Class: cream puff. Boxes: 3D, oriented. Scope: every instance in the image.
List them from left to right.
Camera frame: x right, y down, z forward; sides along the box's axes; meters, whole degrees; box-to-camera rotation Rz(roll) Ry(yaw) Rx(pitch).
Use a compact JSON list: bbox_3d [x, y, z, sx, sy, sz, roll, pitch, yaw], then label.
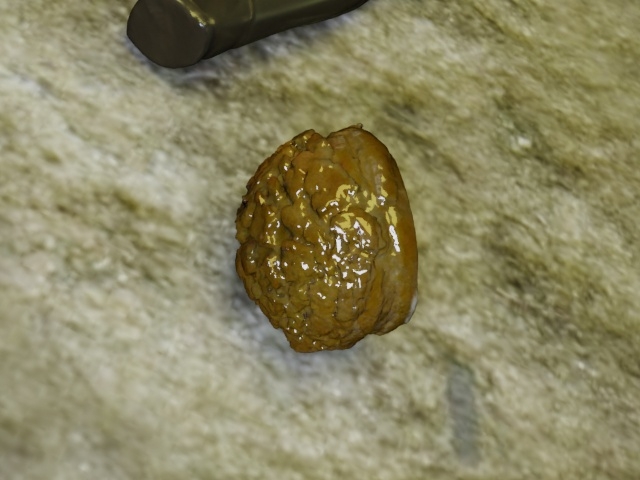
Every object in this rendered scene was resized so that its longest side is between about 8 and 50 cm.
[{"bbox_3d":[0.000,0.000,1.059,0.115,0.150,0.165,-2,15,-11],"label":"cream puff"}]

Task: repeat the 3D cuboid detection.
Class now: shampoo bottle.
[{"bbox_3d":[-0.020,-0.233,1.283,0.125,0.084,0.350,40,45,10],"label":"shampoo bottle"}]
